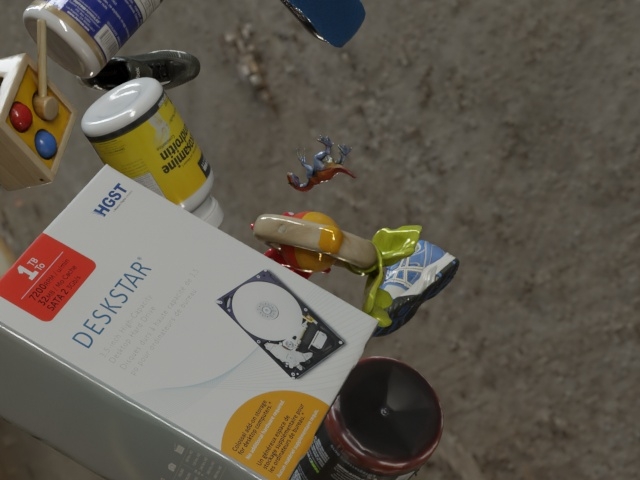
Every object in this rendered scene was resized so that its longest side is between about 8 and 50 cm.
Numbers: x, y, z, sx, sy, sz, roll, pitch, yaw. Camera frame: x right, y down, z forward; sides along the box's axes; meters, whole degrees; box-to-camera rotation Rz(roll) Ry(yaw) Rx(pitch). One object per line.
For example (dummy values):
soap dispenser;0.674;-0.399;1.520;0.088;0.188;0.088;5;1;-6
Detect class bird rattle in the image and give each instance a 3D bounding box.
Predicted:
bird rattle;0.000;0.000;1.887;0.253;0.143;0.207;22;176;34

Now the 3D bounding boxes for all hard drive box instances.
hard drive box;-0.103;0.079;0.996;0.232;0.181;0.089;29;133;3

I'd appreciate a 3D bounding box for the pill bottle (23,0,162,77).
pill bottle;-0.343;-0.404;2.328;0.153;0.265;0.153;34;162;13

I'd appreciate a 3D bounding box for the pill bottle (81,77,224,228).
pill bottle;-0.184;-0.084;1.626;0.103;0.103;0.184;30;154;58

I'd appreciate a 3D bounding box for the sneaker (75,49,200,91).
sneaker;-0.335;-0.310;2.677;0.106;0.234;0.078;-136;43;-69

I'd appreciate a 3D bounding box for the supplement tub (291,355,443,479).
supplement tub;0.027;0.186;1.256;0.106;0.106;0.198;59;149;18

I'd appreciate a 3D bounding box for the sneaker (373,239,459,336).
sneaker;0.127;0.078;2.304;0.081;0.211;0.080;41;148;21

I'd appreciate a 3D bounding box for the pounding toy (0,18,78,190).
pounding toy;-0.345;-0.158;1.675;0.100;0.141;0.130;-8;140;28

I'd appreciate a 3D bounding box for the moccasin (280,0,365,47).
moccasin;-0.050;-0.400;2.102;0.117;0.138;0.342;38;168;34

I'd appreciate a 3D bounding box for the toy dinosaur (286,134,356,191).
toy dinosaur;-0.005;-0.071;1.490;0.082;0.047;0.090;-59;27;35
